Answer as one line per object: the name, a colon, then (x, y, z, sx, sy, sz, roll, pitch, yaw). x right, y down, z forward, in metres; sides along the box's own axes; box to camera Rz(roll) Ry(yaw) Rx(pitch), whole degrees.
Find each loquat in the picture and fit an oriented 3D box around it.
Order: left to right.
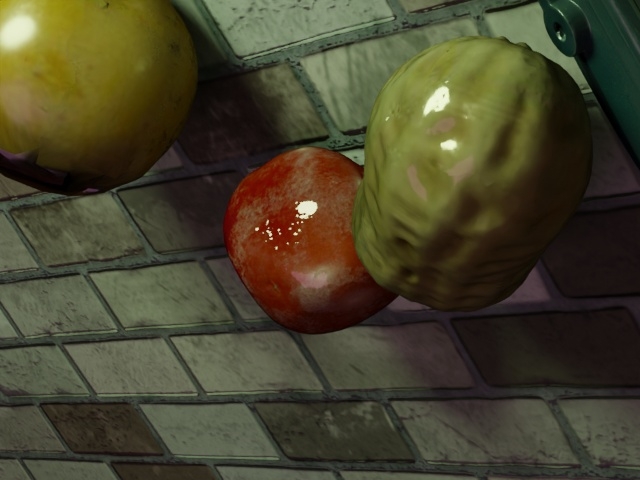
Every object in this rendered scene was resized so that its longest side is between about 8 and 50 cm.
loquat: (-0.228, -0.154, 1.602, 0.235, 0.235, 0.235, 28, 142, 24)

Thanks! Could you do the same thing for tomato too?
tomato: (0.000, 0.000, 1.594, 0.187, 0.151, 0.187, 26, 136, 28)

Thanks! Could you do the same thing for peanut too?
peanut: (0.111, -0.048, 1.363, 0.169, 0.192, 0.387, 11, 161, -2)

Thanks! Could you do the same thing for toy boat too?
toy boat: (0.263, -0.103, 1.229, 0.296, 0.122, 0.114, 58, 167, -1)
